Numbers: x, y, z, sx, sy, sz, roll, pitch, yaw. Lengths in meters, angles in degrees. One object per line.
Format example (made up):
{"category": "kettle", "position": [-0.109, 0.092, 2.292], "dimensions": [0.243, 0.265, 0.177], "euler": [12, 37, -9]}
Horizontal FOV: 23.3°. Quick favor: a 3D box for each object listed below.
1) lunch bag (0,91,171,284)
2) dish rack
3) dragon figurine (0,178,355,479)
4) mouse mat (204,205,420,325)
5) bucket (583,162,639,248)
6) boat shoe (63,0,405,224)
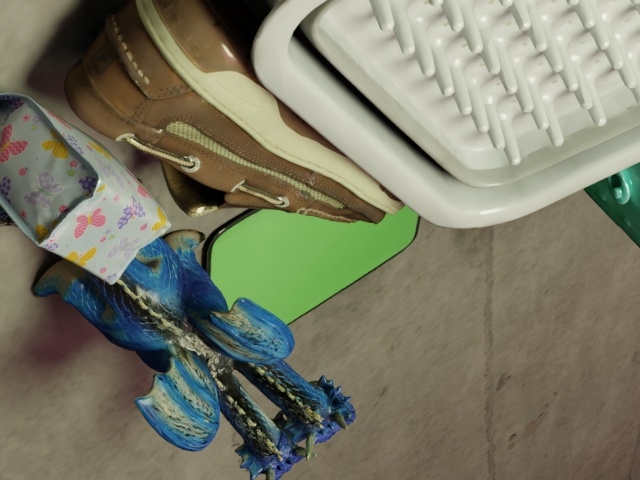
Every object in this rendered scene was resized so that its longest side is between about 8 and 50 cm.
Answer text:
{"category": "lunch bag", "position": [-0.120, -0.027, 0.704], "dimensions": [0.053, 0.083, 0.071], "euler": [-43, 155, 5]}
{"category": "dish rack", "position": [0.150, -0.134, 0.721], "dimensions": [0.333, 0.072, 0.285], "euler": [-27, 153, 17]}
{"category": "dragon figurine", "position": [-0.071, 0.050, 0.818], "dimensions": [0.085, 0.144, 0.289], "euler": [-46, 154, 0]}
{"category": "mouse mat", "position": [0.000, 0.000, 1.007], "dimensions": [0.190, 0.007, 0.152], "euler": [-31, 150, -25]}
{"category": "bucket", "position": [0.246, -0.132, 0.976], "dimensions": [0.281, 0.183, 0.281], "euler": [-35, 152, -22]}
{"category": "boat shoe", "position": [-0.041, -0.056, 0.790], "dimensions": [0.095, 0.095, 0.257], "euler": [-36, 150, 13]}
